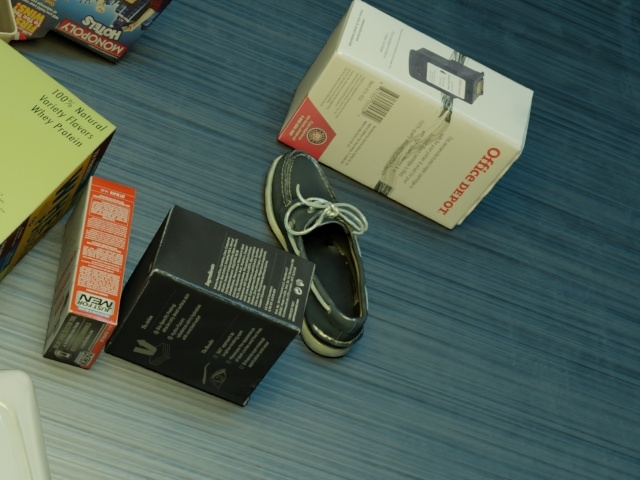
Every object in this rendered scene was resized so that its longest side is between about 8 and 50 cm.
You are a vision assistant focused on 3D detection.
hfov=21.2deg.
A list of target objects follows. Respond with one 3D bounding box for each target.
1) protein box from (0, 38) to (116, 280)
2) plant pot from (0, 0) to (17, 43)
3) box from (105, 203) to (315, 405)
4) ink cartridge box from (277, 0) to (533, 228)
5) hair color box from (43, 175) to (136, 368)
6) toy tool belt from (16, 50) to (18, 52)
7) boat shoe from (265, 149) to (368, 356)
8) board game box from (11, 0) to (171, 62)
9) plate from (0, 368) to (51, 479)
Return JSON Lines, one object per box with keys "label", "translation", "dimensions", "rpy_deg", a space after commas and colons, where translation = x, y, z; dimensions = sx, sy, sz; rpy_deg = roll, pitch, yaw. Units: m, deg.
{"label": "protein box", "translation": [-0.351, -0.078, 1.690], "dimensions": [0.200, 0.136, 0.201], "rpy_deg": [37, 49, 1]}
{"label": "plant pot", "translation": [-0.393, -0.234, 1.805], "dimensions": [0.109, 0.096, 0.109], "rpy_deg": [0, 59, -29]}
{"label": "box", "translation": [-0.110, 0.066, 1.703], "dimensions": [0.158, 0.156, 0.093], "rpy_deg": [23, 49, -12]}
{"label": "ink cartridge box", "translation": [0.098, -0.141, 1.951], "dimensions": [0.237, 0.172, 0.100], "rpy_deg": [27, 49, -9]}
{"label": "hair color box", "translation": [-0.229, 0.031, 1.706], "dimensions": [0.053, 0.093, 0.167], "rpy_deg": [18, 52, -16]}
{"label": "toy tool belt", "translation": [-0.311, -0.169, 1.833], "dimensions": [0.083, 0.052, 0.051], "rpy_deg": [33, 57, -4]}
{"label": "boat shoe", "translation": [0.000, 0.000, 1.861], "dimensions": [0.095, 0.079, 0.254], "rpy_deg": [7, 55, -23]}
{"label": "board game box", "translation": [-0.273, -0.281, 1.867], "dimensions": [0.194, 0.194, 0.060], "rpy_deg": [27, 30, -38]}
{"label": "plate", "translation": [-0.359, 0.235, 1.524], "dimensions": [0.277, 0.045, 0.278], "rpy_deg": [-2, 58, -29]}
